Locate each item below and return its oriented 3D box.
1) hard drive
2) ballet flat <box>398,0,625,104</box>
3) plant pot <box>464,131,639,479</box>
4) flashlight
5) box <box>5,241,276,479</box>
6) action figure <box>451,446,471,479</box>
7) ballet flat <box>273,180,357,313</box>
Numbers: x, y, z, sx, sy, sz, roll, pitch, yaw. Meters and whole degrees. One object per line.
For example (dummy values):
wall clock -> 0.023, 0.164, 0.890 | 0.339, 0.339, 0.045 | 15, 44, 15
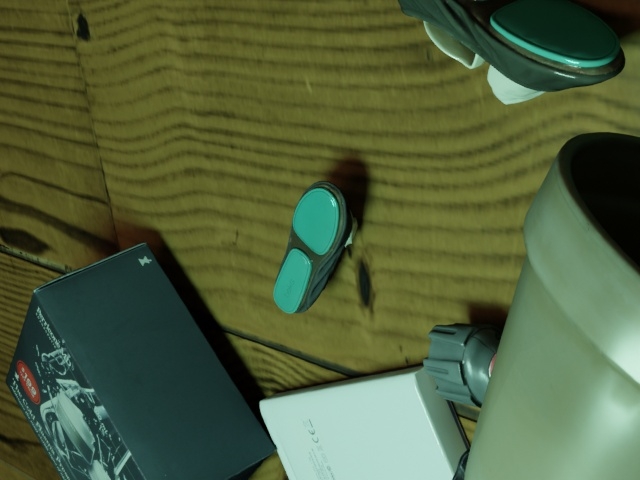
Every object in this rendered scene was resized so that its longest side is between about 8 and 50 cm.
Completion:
hard drive -> 0.062, 0.267, 1.556 | 0.318, 0.040, 0.210 | -19, 94, 53
ballet flat -> 0.163, -0.187, 1.154 | 0.280, 0.095, 0.096 | 45, 149, 40
plant pot -> 0.255, 0.123, 0.965 | 0.323, 0.323, 0.280 | 42, 122, 27
flashlight -> 0.226, 0.125, 1.237 | 0.304, 0.103, 0.103 | 6, 88, 50
box -> -0.261, 0.236, 1.785 | 0.343, 0.179, 0.312 | 56, 147, 15
action figure -> 0.239, 0.285, 1.255 | 0.141, 0.275, 0.164 | -37, 48, 16
ballet flat -> 0.000, 0.000, 1.459 | 0.074, 0.074, 0.203 | 46, 138, 24
